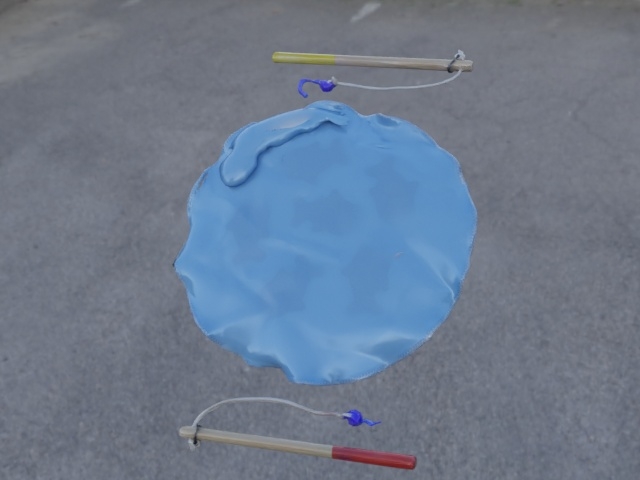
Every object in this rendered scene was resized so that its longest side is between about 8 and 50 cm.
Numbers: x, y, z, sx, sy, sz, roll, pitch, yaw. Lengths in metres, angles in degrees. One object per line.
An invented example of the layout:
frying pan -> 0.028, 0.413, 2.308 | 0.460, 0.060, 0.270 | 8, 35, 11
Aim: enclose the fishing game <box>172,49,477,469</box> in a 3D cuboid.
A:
fishing game -> 0.000, 0.000, 0.432 | 0.189, 0.041, 0.264 | 2, 70, 15
